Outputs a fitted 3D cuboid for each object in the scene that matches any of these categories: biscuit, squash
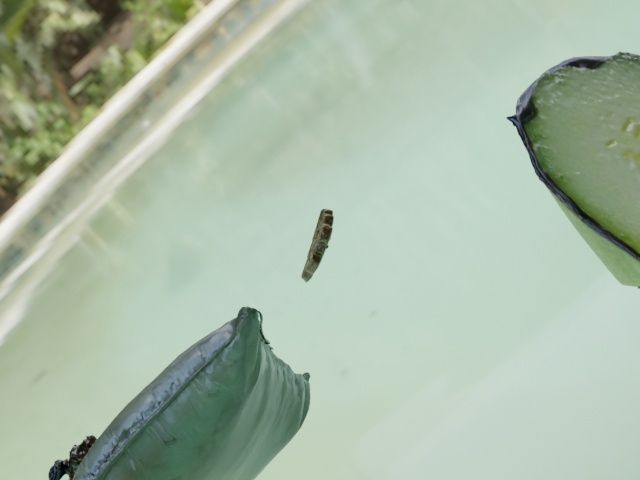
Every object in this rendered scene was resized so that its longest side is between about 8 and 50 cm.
[{"bbox_3d":[0.000,0.000,1.641,0.092,0.016,0.082,-76,7,-51],"label":"biscuit"},{"bbox_3d":[0.225,-0.048,1.119,0.192,0.184,0.085,-35,-27,-33],"label":"squash"}]

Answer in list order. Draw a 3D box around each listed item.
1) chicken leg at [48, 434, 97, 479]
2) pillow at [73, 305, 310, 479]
[{"bbox_3d":[-0.245,0.278,1.438,0.228,0.088,0.103,-64,-17,4],"label":"chicken leg"},{"bbox_3d":[-0.085,0.145,1.114,0.185,0.075,0.302,-48,-15,-6],"label":"pillow"}]
